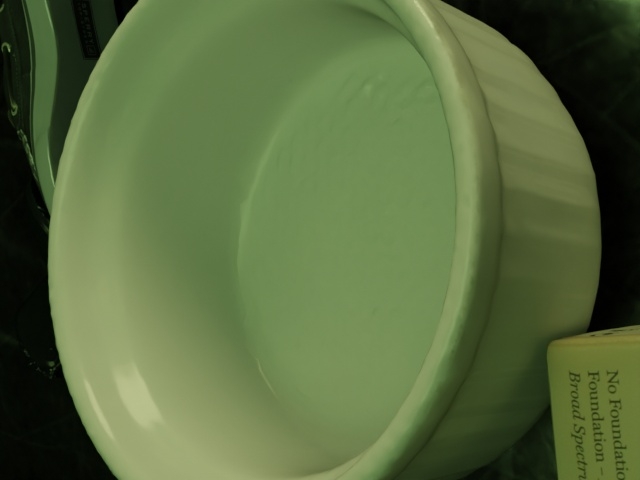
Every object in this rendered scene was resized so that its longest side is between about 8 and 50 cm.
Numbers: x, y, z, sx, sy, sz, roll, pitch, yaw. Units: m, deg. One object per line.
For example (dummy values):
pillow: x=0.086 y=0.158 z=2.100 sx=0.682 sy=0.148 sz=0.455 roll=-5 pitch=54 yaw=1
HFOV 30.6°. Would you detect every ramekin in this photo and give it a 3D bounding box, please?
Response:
ramekin: x=0.000 y=0.000 z=0.574 sx=0.277 sy=0.135 sz=0.277 roll=-6 pitch=81 yaw=42

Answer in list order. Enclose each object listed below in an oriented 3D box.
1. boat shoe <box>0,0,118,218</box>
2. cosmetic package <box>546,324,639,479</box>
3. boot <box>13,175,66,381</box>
boat shoe: x=-0.174 y=-0.104 z=0.760 sx=0.076 sy=0.080 sz=0.229 roll=-15 pitch=85 yaw=43
cosmetic package: x=0.245 y=0.102 z=0.420 sx=0.309 sy=0.113 sz=0.160 roll=-10 pitch=84 yaw=46
boot: x=-0.181 y=0.027 z=0.802 sx=0.121 sy=0.045 sz=0.099 roll=53 pitch=125 yaw=19
